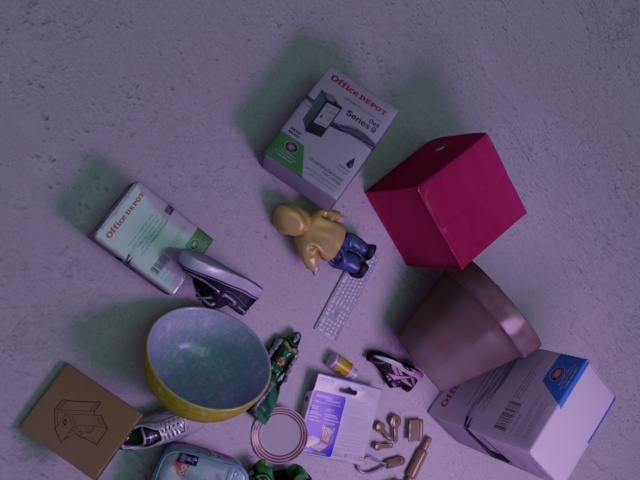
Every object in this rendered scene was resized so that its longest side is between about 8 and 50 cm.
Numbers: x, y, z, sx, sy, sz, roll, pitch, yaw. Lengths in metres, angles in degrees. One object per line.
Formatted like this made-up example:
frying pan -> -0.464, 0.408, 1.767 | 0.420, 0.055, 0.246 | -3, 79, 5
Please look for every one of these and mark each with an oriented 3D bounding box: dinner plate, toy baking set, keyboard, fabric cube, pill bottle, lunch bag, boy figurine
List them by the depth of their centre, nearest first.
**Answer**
lunch bag -> -0.288, 0.605, 1.606 | 0.224, 0.108, 0.279 | 20, 81, -8
dinner plate -> -0.100, 0.482, 1.765 | 0.141, 0.017, 0.141 | 0, 88, -3
boy figurine -> 0.000, 0.000, 1.787 | 0.285, 0.092, 0.177 | 27, 75, -22
pill bottle -> 0.057, 0.329, 1.851 | 0.083, 0.043, 0.043 | 37, 74, -23
fabric cube -> 0.325, -0.102, 1.873 | 0.258, 0.254, 0.259 | -37, 108, -21
keyboard -> 0.071, 0.137, 1.874 | 0.072, 0.014, 0.255 | 35, 75, -24
toy baking set -> 0.197, 0.591, 1.940 | 0.197, 0.030, 0.256 | 31, 76, -22

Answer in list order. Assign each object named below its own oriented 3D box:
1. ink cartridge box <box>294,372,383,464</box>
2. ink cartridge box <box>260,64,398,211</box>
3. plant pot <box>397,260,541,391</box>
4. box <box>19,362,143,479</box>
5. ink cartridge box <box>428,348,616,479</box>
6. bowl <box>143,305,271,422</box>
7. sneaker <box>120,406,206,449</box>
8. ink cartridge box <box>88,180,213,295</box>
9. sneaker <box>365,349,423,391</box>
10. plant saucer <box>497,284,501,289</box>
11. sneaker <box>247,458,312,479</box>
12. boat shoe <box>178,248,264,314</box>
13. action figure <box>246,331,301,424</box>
ink cartridge box -> 0.044, 0.461, 1.845 | 0.206, 0.045, 0.208 | 20, 83, -26
ink cartridge box -> 0.022, -0.251, 1.748 | 0.211, 0.121, 0.289 | 34, 74, 1
plant pot -> 0.366, 0.239, 1.885 | 0.280, 0.323, 0.323 | -39, 109, 2
box -> -0.507, 0.385, 1.513 | 0.201, 0.021, 0.164 | 32, 74, 6
ink cartridge box -> 0.527, 0.438, 1.906 | 0.166, 0.395, 0.285 | 48, 70, -22
bowl -> -0.272, 0.304, 1.596 | 0.290, 0.289, 0.156 | 10, 129, -28
sneaker -> -0.355, 0.427, 1.608 | 0.235, 0.095, 0.090 | -10, 93, -29
ink cartridge box -> -0.379, -0.005, 1.590 | 0.219, 0.093, 0.160 | 41, 72, -22
sneaker -> 0.194, 0.357, 1.913 | 0.178, 0.072, 0.077 | 29, 88, -19
plant saucer -> 0.507, 0.167, 2.105 | 0.084, 0.013, 0.083 | -1, 92, -28
sneaker -> -0.038, 0.639, 1.742 | 0.344, 0.134, 0.146 | 26, 90, -26
boat shoe -> -0.236, 0.105, 1.607 | 0.102, 0.108, 0.301 | -58, 154, -3
action figure -> -0.119, 0.319, 1.752 | 0.137, 0.063, 0.232 | 41, 69, -17
